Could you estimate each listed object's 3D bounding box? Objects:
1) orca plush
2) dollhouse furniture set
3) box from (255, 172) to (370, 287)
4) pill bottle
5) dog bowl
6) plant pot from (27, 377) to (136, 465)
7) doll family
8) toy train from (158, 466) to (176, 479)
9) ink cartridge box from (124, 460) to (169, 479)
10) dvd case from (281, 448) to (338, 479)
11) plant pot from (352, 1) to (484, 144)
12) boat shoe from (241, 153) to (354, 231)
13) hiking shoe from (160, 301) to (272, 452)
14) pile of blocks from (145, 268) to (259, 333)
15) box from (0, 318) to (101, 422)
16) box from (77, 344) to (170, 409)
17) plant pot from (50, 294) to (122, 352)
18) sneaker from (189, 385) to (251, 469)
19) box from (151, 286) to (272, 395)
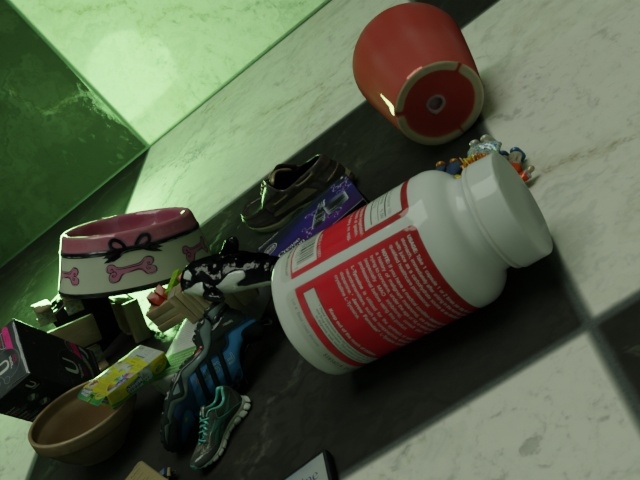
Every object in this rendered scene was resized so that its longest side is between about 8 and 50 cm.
[{"bbox_3d":[-0.162,0.046,1.655,0.287,0.102,0.151,2,25,42],"label":"orca plush"},{"bbox_3d":[-0.581,0.231,2.179,0.242,0.212,0.161,-24,16,-23],"label":"dollhouse furniture set"},{"bbox_3d":[0.000,0.000,1.792,0.261,0.103,0.184,-41,21,5],"label":"box"},{"bbox_3d":[0.140,0.035,1.344,0.407,0.229,0.229,-30,26,26],"label":"pill bottle"},{"bbox_3d":[-0.489,0.021,2.215,0.407,0.151,0.408,-9,11,2],"label":"dog bowl"},{"bbox_3d":[-0.489,0.401,1.822,0.237,0.110,0.237,-20,22,8],"label":"plant pot"},{"bbox_3d":[0.249,-0.100,1.542,0.262,0.118,0.163,-27,28,31],"label":"doll family"},{"bbox_3d":[-0.332,0.470,1.582,0.158,0.036,0.027,-39,24,9],"label":"toy train"},{"bbox_3d":[-0.319,0.508,1.433,0.235,0.088,0.193,-52,23,-19],"label":"ink cartridge box"},{"bbox_3d":[-0.039,0.428,1.213,0.180,0.022,0.253,-39,23,9],"label":"dvd case"},{"bbox_3d":[0.223,-0.347,1.858,0.275,0.275,0.243,-37,34,13],"label":"plant pot"},{"bbox_3d":[-0.076,-0.130,2.091,0.355,0.130,0.132,-22,30,39],"label":"boat shoe"},{"bbox_3d":[-0.208,0.270,1.635,0.113,0.132,0.304,78,-147,-81],"label":"hiking shoe"},{"bbox_3d":[-0.273,0.097,1.896,0.362,0.113,0.149,-16,34,45],"label":"pile of blocks"},{"bbox_3d":[-0.650,0.322,1.997,0.143,0.270,0.165,-39,55,9],"label":"box"},{"bbox_3d":[-0.416,0.293,1.800,0.179,0.043,0.105,-35,25,-34],"label":"box"},{"bbox_3d":[-0.655,0.207,2.383,0.187,0.167,0.188,-50,25,-15],"label":"plant pot"},{"bbox_3d":[-0.198,0.336,1.554,0.065,0.076,0.167,-15,35,48],"label":"sneaker"},{"bbox_3d":[-0.223,0.183,1.885,0.232,0.058,0.322,-23,29,38],"label":"box"}]
